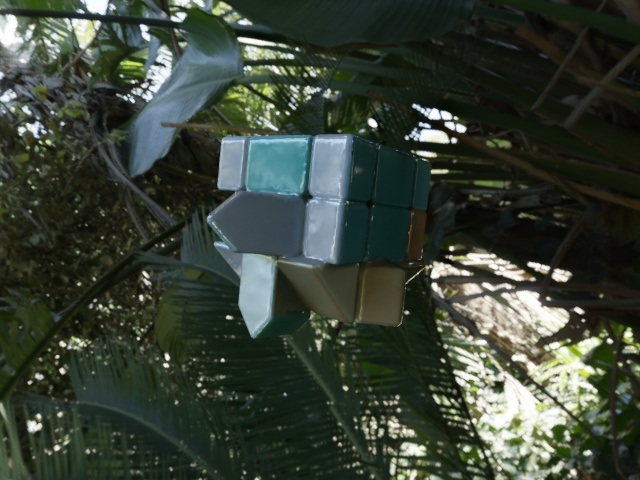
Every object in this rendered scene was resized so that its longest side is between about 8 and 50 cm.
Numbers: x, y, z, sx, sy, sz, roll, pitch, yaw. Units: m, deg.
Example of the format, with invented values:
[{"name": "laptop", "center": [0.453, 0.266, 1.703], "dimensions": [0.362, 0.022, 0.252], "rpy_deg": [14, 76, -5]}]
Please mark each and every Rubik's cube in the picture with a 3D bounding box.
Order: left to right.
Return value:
[{"name": "Rubik's cube", "center": [0.000, 0.000, 0.504], "dimensions": [0.265, 0.224, 0.213], "rpy_deg": [2, -84, -52]}]
